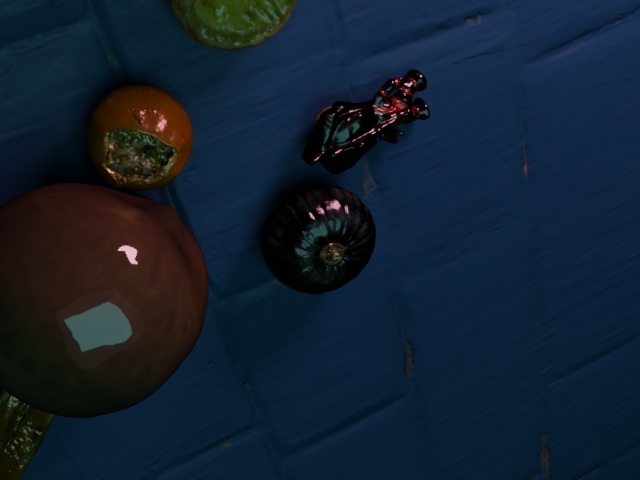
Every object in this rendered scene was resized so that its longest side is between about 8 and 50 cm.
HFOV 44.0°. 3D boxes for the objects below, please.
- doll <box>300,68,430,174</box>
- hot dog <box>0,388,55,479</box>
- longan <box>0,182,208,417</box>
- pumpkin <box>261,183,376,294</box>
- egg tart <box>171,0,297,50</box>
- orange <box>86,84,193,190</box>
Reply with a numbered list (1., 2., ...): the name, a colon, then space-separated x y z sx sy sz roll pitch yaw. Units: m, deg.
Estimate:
1. doll: 0.071 -0.190 1.305 0.248 0.088 0.127 -35 109 -16
2. hot dog: -0.523 0.332 1.324 0.109 0.072 0.269 23 105 -34
3. longan: -0.315 0.073 1.091 0.361 0.361 0.361 -13 124 -20
4. pumpkin: 0.000 0.000 1.345 0.202 0.140 0.202 -14 124 -23
5. egg tart: -0.121 -0.349 1.089 0.191 0.074 0.191 -16 139 -14
6. orange: -0.254 -0.143 1.127 0.154 0.134 0.155 -15 121 -26
